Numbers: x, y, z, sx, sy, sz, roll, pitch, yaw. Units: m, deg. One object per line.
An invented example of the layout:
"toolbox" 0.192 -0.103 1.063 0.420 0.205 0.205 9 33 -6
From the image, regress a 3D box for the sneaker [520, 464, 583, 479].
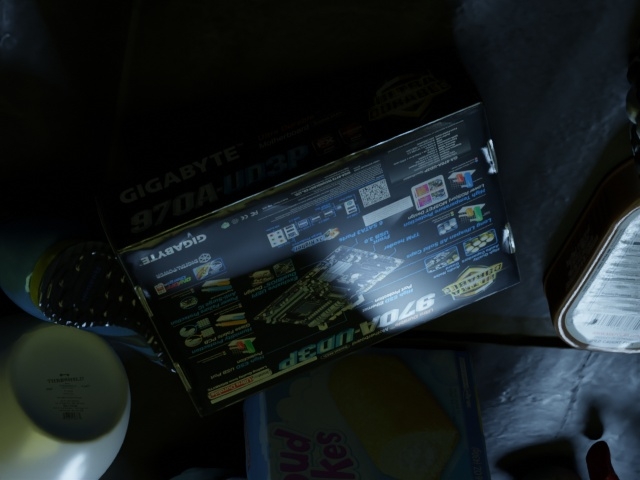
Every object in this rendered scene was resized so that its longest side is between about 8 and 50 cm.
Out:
"sneaker" 0.200 0.259 1.424 0.087 0.130 0.227 -11 115 16

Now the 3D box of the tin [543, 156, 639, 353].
"tin" 0.212 0.010 1.130 0.106 0.040 0.189 2 142 -17

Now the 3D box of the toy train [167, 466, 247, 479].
"toy train" -0.030 0.271 1.363 0.190 0.142 0.334 -9 145 -13

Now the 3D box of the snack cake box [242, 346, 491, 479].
"snack cake box" 0.033 0.200 1.165 0.152 0.264 0.089 3 141 -11

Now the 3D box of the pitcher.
"pitcher" -0.190 0.125 1.178 0.178 0.125 0.207 -3 159 -38

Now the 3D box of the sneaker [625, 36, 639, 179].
"sneaker" 0.245 -0.108 0.929 0.118 0.110 0.292 -4 144 -16

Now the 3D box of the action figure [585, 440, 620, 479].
"action figure" 0.314 0.231 1.400 0.091 0.139 0.280 -23 117 27

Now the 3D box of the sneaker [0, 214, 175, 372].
"sneaker" -0.126 0.027 1.100 0.209 0.082 0.069 27 91 -53

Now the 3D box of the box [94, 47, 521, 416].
"box" 0.000 0.000 1.033 0.220 0.051 0.175 -23 141 -2
